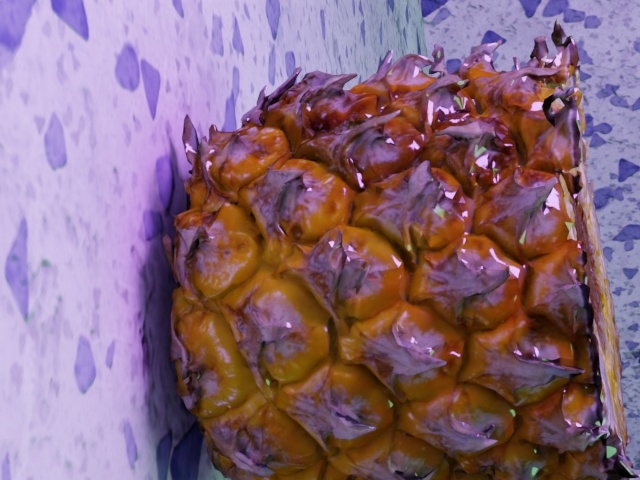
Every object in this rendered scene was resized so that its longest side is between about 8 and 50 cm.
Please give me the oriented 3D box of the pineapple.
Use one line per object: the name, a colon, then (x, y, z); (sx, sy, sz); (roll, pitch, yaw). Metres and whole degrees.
pineapple: (0.058, 0.030, 0.799); (0.352, 0.300, 0.352); (-2, 90, -78)
